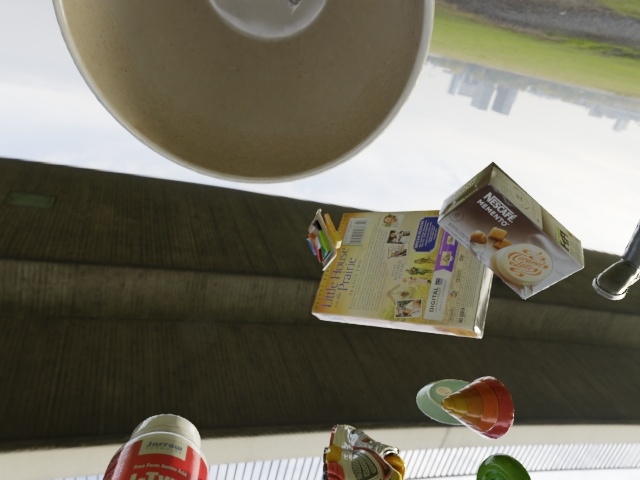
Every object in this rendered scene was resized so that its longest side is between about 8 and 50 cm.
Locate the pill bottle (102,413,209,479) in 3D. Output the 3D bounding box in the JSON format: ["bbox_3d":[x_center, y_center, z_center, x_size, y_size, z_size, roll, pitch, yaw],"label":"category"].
[{"bbox_3d":[-0.356,0.560,1.010,0.229,0.228,0.407,8,-167,-11],"label":"pill bottle"}]

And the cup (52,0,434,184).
[{"bbox_3d":[-0.067,-0.262,0.513,0.331,0.331,0.236,9,-139,-9],"label":"cup"}]

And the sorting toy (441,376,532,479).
[{"bbox_3d":[0.292,0.428,0.876,0.126,0.127,0.365,14,-124,-26],"label":"sorting toy"}]

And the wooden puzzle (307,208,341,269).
[{"bbox_3d":[0.000,0.000,0.677,0.014,0.116,0.078,-14,-113,-17],"label":"wooden puzzle"}]

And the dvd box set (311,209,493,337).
[{"bbox_3d":[0.202,0.067,1.179,0.421,0.307,0.062,-1,149,35],"label":"dvd box set"}]

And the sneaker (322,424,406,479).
[{"bbox_3d":[0.053,0.279,0.576,0.093,0.087,0.225,2,171,5],"label":"sneaker"}]

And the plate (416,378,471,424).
[{"bbox_3d":[0.332,0.386,1.187,0.188,0.024,0.188,-5,-164,1],"label":"plate"}]

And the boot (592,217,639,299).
[{"bbox_3d":[0.711,0.017,1.080,0.190,0.208,0.076,-27,-128,-36],"label":"boot"}]

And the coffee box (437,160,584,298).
[{"bbox_3d":[0.375,-0.018,0.957,0.246,0.141,0.098,40,-139,-8],"label":"coffee box"}]
